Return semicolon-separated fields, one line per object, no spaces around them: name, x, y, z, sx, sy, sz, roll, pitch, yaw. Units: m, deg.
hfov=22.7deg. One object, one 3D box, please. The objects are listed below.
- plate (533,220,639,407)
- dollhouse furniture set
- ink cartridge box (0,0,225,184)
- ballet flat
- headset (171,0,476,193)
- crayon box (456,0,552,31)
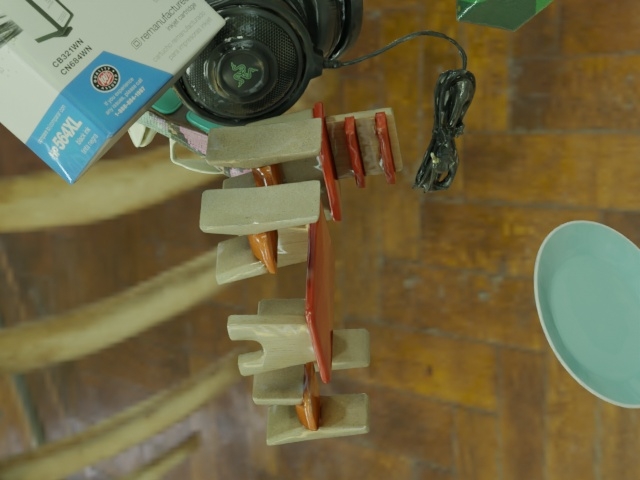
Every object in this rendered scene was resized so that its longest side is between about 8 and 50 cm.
plate;0.266;0.071;1.503;0.024;0.188;0.188;-34;65;48
dollhouse furniture set;0.000;0.000;1.335;0.259;0.135;0.262;-89;-11;-46
ink cartridge box;-0.195;-0.166;1.126;0.203;0.148;0.086;43;145;-6
ballet flat;-0.159;-0.124;1.755;0.221;0.077;0.079;30;121;5
headset;-0.048;-0.173;1.479;0.394;0.243;0.185;17;123;16
crayon box;0.240;-0.371;1.637;0.318;0.081;0.202;144;131;-62
